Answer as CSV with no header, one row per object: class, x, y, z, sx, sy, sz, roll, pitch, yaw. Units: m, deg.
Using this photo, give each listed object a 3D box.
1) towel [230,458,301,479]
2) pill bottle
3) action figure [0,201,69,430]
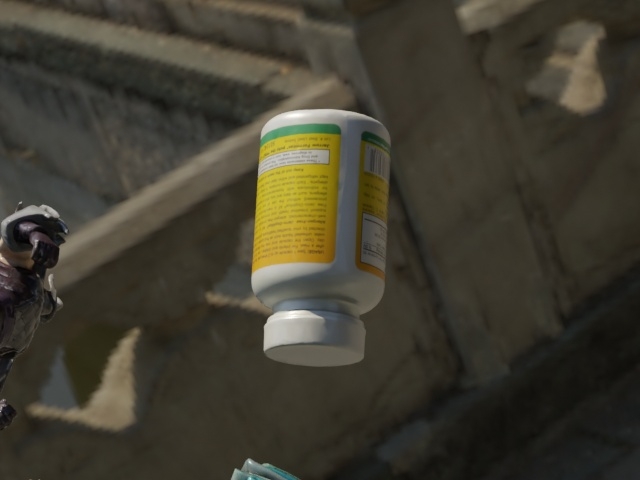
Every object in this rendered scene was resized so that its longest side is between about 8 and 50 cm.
towel,-0.009,0.365,1.119,0.271,0.040,0.370,23,85,17
pill bottle,0.000,0.000,1.491,0.118,0.117,0.208,-6,72,28
action figure,-0.256,0.064,1.264,0.099,0.185,0.285,12,8,14
